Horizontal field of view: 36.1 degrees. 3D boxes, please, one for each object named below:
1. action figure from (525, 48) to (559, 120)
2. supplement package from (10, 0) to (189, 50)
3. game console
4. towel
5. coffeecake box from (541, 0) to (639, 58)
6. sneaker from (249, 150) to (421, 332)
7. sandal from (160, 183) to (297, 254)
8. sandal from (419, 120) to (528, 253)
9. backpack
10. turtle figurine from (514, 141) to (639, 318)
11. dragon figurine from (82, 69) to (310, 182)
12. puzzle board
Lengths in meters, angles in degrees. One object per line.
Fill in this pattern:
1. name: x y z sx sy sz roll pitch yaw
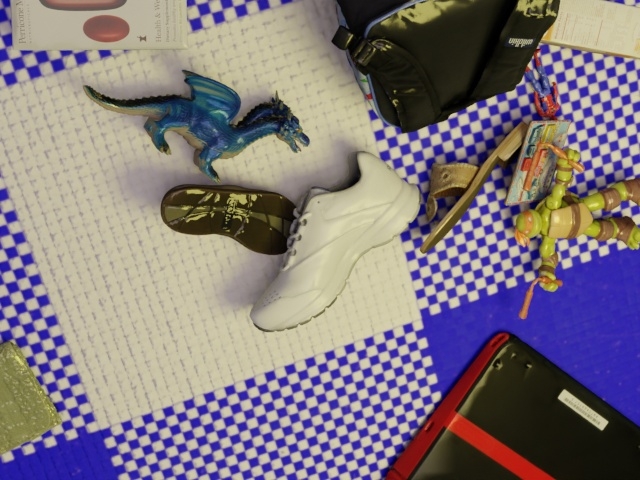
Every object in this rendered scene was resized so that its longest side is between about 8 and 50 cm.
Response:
1. action figure: 0.320 -0.216 1.411 0.038 0.030 0.115 -29 111 -9
2. supplement package: -0.269 -0.330 1.183 0.203 0.149 0.194 -4 106 -13
3. game console: 0.324 0.373 1.563 0.386 0.060 0.342 36 90 -19
4. towel: -0.437 0.219 1.359 0.110 0.027 0.148 -26 110 -4
5. coffeecake box: 0.347 -0.295 1.334 0.185 0.142 0.068 7 103 -14
6. sneaker: 0.000 0.000 1.359 0.297 0.111 0.129 -48 111 -6
7. sandal: -0.122 -0.036 1.337 0.219 0.060 0.090 7 109 -33
8. sandal: 0.198 -0.092 1.405 0.079 0.088 0.240 42 85 13
9. backpack: 0.138 -0.271 1.246 0.276 0.213 0.263 -18 147 -2
10. turtle figurine: 0.369 -0.021 1.444 0.217 0.087 0.269 -5 110 -17
11. dragon figurine: -0.157 -0.173 1.284 0.289 0.085 0.144 30 97 -19
12. puzzle board: 0.314 -0.112 1.410 0.096 0.011 0.128 -7 121 -41
